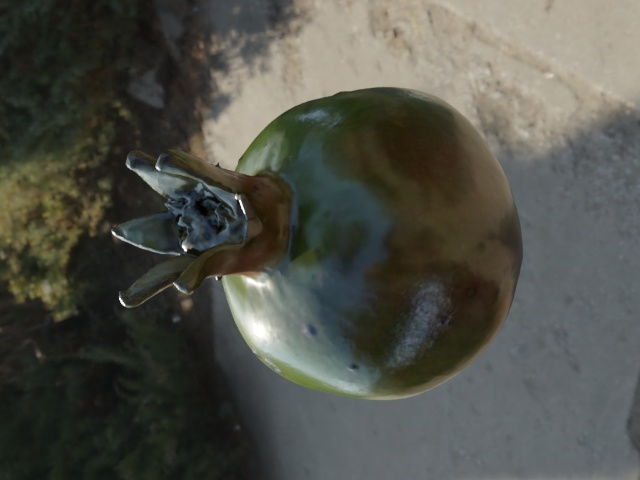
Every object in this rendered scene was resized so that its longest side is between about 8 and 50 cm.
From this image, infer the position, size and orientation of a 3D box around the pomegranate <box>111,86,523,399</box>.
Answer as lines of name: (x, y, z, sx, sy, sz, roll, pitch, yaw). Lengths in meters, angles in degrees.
pomegranate: (0.000, 0.000, 0.596, 0.181, 0.224, 0.181, -6, 83, 51)
